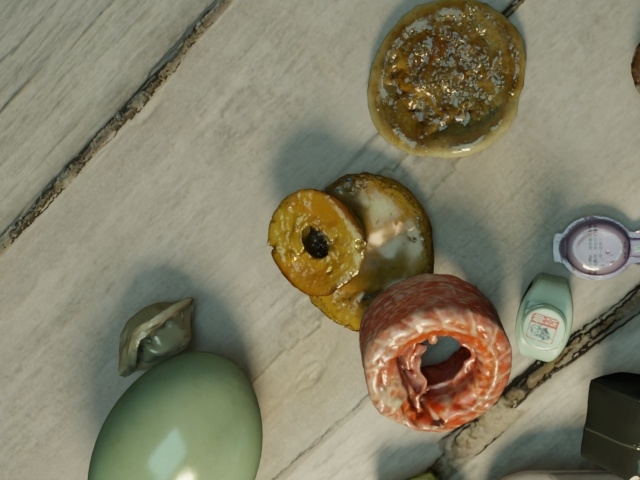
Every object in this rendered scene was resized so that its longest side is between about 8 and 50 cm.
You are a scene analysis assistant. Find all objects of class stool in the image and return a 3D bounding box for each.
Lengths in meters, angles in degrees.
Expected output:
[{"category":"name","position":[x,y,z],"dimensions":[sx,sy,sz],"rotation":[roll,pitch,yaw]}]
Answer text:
[{"category":"stool","position":[0.514,0.286,1.287],"dimensions":[0.232,0.232,0.141],"rotation":[8,93,15]}]

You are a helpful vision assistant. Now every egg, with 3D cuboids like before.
[{"category":"egg","position":[-0.246,0.373,1.468],"dimensions":[0.276,0.276,0.389],"rotation":[25,99,13]}]

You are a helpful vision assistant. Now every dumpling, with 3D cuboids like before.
[{"category":"dumpling","position":[-0.303,0.178,1.552],"dimensions":[0.118,0.136,0.199],"rotation":[37,112,4]}]

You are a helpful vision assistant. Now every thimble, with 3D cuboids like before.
[{"category":"thimble","position":[0.177,0.178,1.366],"dimensions":[0.239,0.162,0.239],"rotation":[-2,113,-4]}]

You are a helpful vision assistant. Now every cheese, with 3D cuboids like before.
[{"category":"cheese","position":[0.470,0.013,1.374],"dimensions":[0.191,0.042,0.105],"rotation":[2,94,15]}]

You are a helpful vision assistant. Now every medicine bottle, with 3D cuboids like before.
[{"category":"medicine bottle","position":[0.344,0.119,1.317],"dimensions":[0.083,0.229,0.121],"rotation":[14,97,13]}]

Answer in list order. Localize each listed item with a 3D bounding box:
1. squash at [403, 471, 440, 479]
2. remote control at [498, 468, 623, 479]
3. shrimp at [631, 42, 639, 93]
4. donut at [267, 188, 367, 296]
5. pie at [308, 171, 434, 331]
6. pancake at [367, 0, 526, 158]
[{"category":"squash","position":[0.170,0.463,1.425],"dimensions":[0.123,0.170,0.170],"rotation":[-38,83,2]},{"category":"remote control","position":[0.412,0.460,1.362],"dimensions":[0.332,0.103,0.221],"rotation":[-9,110,24]},{"category":"shrimp","position":[0.619,-0.196,1.287],"dimensions":[0.343,0.116,0.145],"rotation":[40,126,7]},{"category":"donut","position":[0.000,0.000,1.428],"dimensions":[0.162,0.065,0.178],"rotation":[-29,83,22]},{"category":"pie","position":[0.072,0.019,1.470],"dimensions":[0.273,0.069,0.273],"rotation":[0,91,15]},{"category":"pancake","position":[0.207,-0.268,1.432],"dimensions":[0.282,0.049,0.282],"rotation":[0,90,14]}]
